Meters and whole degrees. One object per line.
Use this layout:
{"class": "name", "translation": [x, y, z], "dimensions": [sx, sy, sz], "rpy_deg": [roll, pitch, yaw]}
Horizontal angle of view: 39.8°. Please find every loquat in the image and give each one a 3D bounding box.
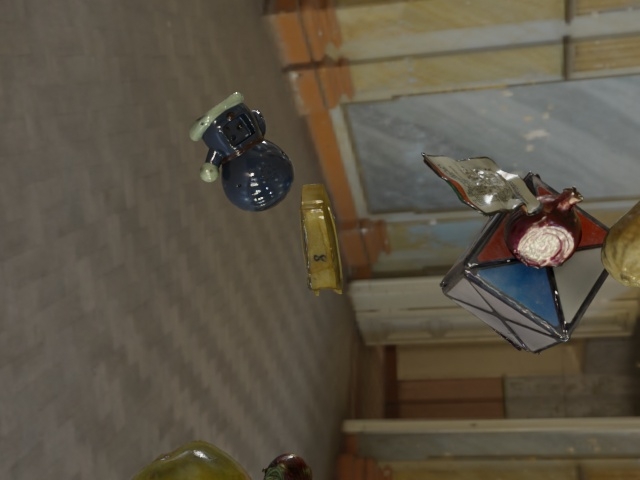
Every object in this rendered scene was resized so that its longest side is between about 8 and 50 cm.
{"class": "loquat", "translation": [-0.188, 0.436, 1.339], "dimensions": [0.246, 0.213, 0.213], "rpy_deg": [66, 9, 8]}

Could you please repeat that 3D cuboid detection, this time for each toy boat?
{"class": "toy boat", "translation": [0.000, 0.000, 1.539], "dimensions": [0.088, 0.068, 0.226], "rpy_deg": [-79, 163, -55]}

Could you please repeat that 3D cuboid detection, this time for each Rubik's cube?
{"class": "Rubik's cube", "translation": [0.506, 0.062, 2.149], "dimensions": [0.307, 0.305, 0.310], "rpy_deg": [-54, 173, -14]}

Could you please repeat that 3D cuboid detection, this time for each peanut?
{"class": "peanut", "translation": [0.565, -0.012, 1.480], "dimensions": [0.224, 0.129, 0.129], "rpy_deg": [-57, -173, 28]}

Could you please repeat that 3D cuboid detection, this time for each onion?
{"class": "onion", "translation": [0.482, -0.047, 1.879], "dimensions": [0.198, 0.173, 0.135], "rpy_deg": [-61, -152, 28]}
{"class": "onion", "translation": [-0.072, 0.543, 2.018], "dimensions": [0.118, 0.118, 0.117], "rpy_deg": [-60, 175, -70]}

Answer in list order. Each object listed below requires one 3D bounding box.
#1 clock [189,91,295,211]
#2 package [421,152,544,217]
{"class": "clock", "translation": [-0.160, -0.173, 1.841], "dimensions": [0.243, 0.199, 0.146], "rpy_deg": [56, -25, -8]}
{"class": "package", "translation": [0.282, -0.096, 1.537], "dimensions": [0.232, 0.166, 0.040], "rpy_deg": [-7, 136, -48]}
